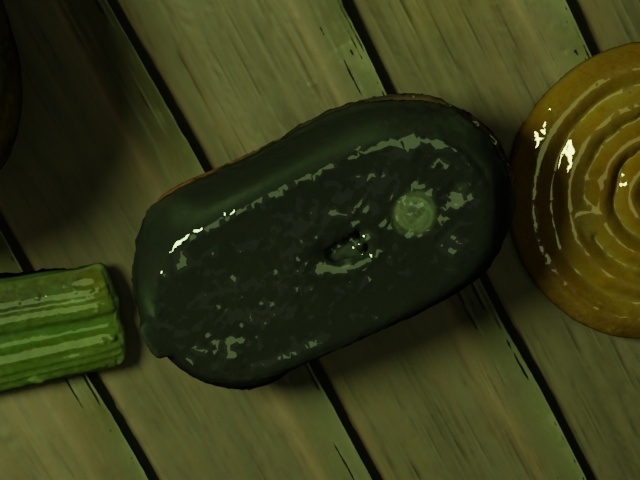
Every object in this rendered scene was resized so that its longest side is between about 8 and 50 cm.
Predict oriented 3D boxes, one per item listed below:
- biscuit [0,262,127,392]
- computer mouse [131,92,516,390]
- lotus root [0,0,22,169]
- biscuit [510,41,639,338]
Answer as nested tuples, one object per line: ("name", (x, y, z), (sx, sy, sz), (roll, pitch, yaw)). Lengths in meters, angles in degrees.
("biscuit", (-0.320, 0.088, 1.270), (0.323, 0.038, 0.099), (-11, 104, -7))
("computer mouse", (0.000, -0.001, 1.262), (0.323, 0.116, 0.183), (-25, 104, 3))
("lotus root", (-0.354, -0.160, 1.122), (0.250, 0.250, 0.346), (-26, 103, -3))
("biscuit", (0.286, -0.039, 1.338), (0.262, 0.037, 0.262), (-1, 99, -9))
